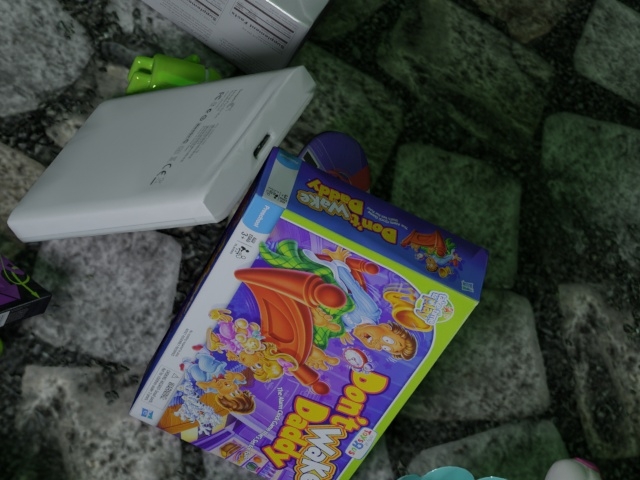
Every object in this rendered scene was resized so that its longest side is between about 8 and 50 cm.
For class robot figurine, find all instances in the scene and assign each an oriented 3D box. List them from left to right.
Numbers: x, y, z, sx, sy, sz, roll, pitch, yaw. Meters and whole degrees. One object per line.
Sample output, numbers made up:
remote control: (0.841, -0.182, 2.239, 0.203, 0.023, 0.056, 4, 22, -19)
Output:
robot figurine: (-0.158, -0.169, 2.144, 0.115, 0.067, 0.101, 13, 48, -15)

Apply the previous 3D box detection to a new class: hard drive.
hard drive: (-0.166, -0.087, 1.971, 0.040, 0.307, 0.203, 54, 52, -27)

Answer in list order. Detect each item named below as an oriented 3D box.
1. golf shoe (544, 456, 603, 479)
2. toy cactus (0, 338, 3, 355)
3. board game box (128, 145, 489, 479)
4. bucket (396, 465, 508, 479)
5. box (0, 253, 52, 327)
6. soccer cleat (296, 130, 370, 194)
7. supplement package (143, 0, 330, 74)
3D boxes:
golf shoe: (0.180, 0.323, 1.778, 0.140, 0.115, 0.306, 24, 57, -5)
toy cactus: (-0.406, 0.144, 1.875, 0.219, 0.112, 0.181, -5, 76, -34)
board game box: (-0.017, 0.094, 1.891, 0.233, 0.347, 0.078, 25, 41, -7)
bucket: (0.116, 0.382, 1.895, 0.281, 0.183, 0.281, 9, 61, -16)
box: (-0.365, 0.029, 1.930, 0.162, 0.029, 0.116, 35, 24, 17)
soccer cleat: (0.000, 0.000, 2.088, 0.108, 0.116, 0.318, 24, 58, -8)
supplement package: (-0.096, -0.346, 2.214, 0.262, 0.145, 0.204, 35, 57, -2)
